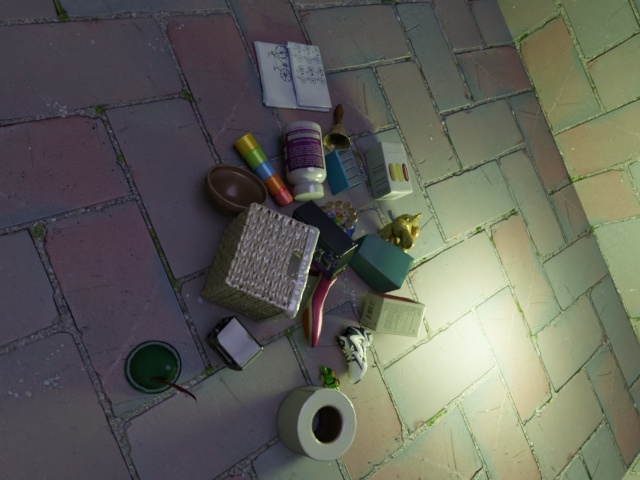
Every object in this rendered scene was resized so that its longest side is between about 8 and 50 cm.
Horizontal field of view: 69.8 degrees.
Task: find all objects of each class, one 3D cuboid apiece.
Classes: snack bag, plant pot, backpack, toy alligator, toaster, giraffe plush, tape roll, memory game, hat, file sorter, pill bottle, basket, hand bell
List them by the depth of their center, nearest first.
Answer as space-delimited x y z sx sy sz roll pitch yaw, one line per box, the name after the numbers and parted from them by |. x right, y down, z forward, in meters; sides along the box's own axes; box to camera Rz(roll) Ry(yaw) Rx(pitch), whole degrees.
-0.493 0.401 1.442 0.208 0.183 0.173 20 68 -26 | hat
-0.296 0.358 1.586 0.110 0.168 0.185 -43 100 -29 | toaster
-0.214 0.088 1.606 0.266 0.331 0.328 25 66 -22 | basket
-0.015 0.661 1.674 0.246 0.169 0.246 8 73 -29 | tape roll
-0.323 -0.168 1.709 0.237 0.109 0.237 21 39 -18 | plant pot
0.052 0.569 1.811 0.189 0.056 0.051 64 16 -2 | toy alligator
-0.065 -0.322 1.892 0.169 0.169 0.301 0 77 -31 | pill bottle
0.066 -0.100 1.936 0.186 0.012 0.186 -6 53 7 | memory game
0.099 -0.042 1.962 0.098 0.101 0.120 45 56 -21 | backpack
0.244 0.090 1.982 0.234 0.166 0.165 38 62 -14 | plant pot
0.095 -0.305 2.017 0.104 0.118 0.170 -20 89 -37 | file sorter
-0.123 -0.736 2.040 0.343 0.037 0.323 -6 81 -32 | snack bag
0.081 -0.530 2.089 0.126 0.126 0.242 23 54 -25 | hand bell
0.386 -0.052 2.104 0.170 0.181 0.210 -18 105 -45 | giraffe plush

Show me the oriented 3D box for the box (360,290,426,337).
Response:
0.309 0.314 1.960 0.232 0.127 0.148 14 93 -28 | box

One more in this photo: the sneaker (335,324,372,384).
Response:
0.114 0.447 1.852 0.153 0.094 0.235 30 64 -20 | sneaker

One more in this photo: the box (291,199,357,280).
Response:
0.000 0.000 1.785 0.103 0.184 0.261 -33 68 -33 | box

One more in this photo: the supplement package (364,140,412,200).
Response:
0.317 -0.322 2.142 0.139 0.134 0.244 -6 81 -32 | supplement package

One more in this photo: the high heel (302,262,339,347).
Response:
0.028 0.238 1.825 0.181 0.127 0.377 8 70 -18 | high heel

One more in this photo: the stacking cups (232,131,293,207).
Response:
-0.216 -0.281 1.836 0.096 0.096 0.316 -44 102 -31 | stacking cups
